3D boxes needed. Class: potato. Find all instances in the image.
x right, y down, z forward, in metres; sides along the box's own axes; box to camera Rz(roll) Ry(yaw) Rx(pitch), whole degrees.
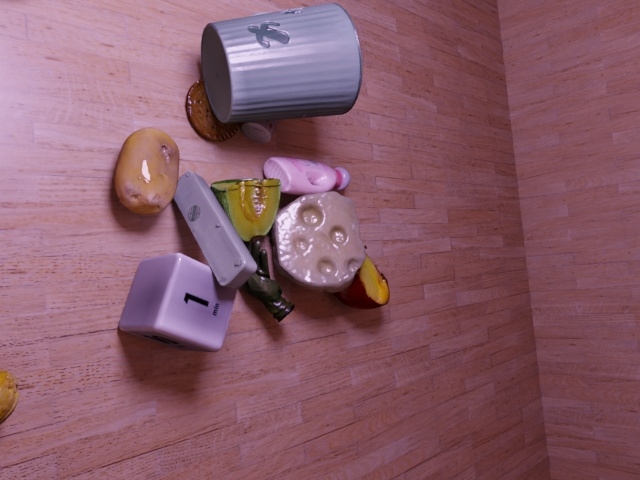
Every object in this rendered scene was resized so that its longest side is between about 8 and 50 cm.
[{"bbox_3d":[-0.435,-0.177,1.424,0.150,0.145,0.234,88,2,-62],"label":"potato"}]

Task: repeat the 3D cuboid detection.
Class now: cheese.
[{"bbox_3d":[0.000,0.000,1.773,0.318,0.115,0.326,41,73,-2],"label":"cheese"}]

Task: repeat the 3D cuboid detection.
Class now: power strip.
[{"bbox_3d":[-0.283,-0.041,1.459,0.062,0.091,0.385,26,24,-54],"label":"power strip"}]

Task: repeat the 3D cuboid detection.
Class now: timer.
[{"bbox_3d":[-0.351,0.159,1.419,0.195,0.192,0.195,30,64,-40],"label":"timer"}]

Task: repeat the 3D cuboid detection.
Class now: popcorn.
[{"bbox_3d":[-0.676,0.313,1.099,0.167,0.148,0.152,-12,71,-56],"label":"popcorn"}]

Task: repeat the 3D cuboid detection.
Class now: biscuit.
[{"bbox_3d":[-0.311,-0.381,1.660,0.187,0.027,0.188,8,78,-44],"label":"biscuit"}]

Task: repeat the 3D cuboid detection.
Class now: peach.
[{"bbox_3d":[0.125,0.154,1.943,0.267,0.153,0.159,50,43,-40],"label":"peach"}]

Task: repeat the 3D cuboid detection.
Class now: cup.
[{"bbox_3d":[-0.127,-0.498,1.626,0.391,0.401,0.311,-14,111,-24],"label":"cup"}]

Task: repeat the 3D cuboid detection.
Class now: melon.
[{"bbox_3d":[-0.232,-0.089,1.636,0.265,0.129,0.170,-21,112,-59],"label":"melon"}]

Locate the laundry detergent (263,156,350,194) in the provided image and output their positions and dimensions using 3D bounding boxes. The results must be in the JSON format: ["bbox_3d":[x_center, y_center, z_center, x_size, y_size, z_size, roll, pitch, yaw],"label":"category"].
[{"bbox_3d":[-0.028,-0.206,1.857,0.335,0.088,0.159,-3,46,-49],"label":"laundry detergent"}]

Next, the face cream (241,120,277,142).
[{"bbox_3d":[-0.166,-0.416,1.766,0.095,0.095,0.214,37,58,-36],"label":"face cream"}]

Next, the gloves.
[{"bbox_3d":[-0.176,0.118,1.666,0.268,0.107,0.135,62,15,-4],"label":"gloves"}]
